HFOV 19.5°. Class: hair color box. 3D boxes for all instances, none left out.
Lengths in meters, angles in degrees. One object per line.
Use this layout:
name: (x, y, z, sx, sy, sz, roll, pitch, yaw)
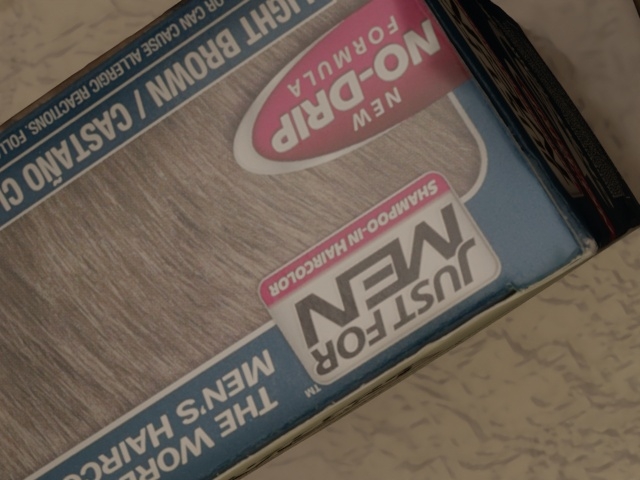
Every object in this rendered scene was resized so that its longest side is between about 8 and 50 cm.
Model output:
hair color box: (0.000, 0.000, 0.593, 0.174, 0.347, 0.105, -33, 85, 10)

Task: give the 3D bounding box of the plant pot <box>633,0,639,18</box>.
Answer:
plant pot: (0.223, -0.130, 0.665, 0.237, 0.110, 0.237, 1, 93, 11)
